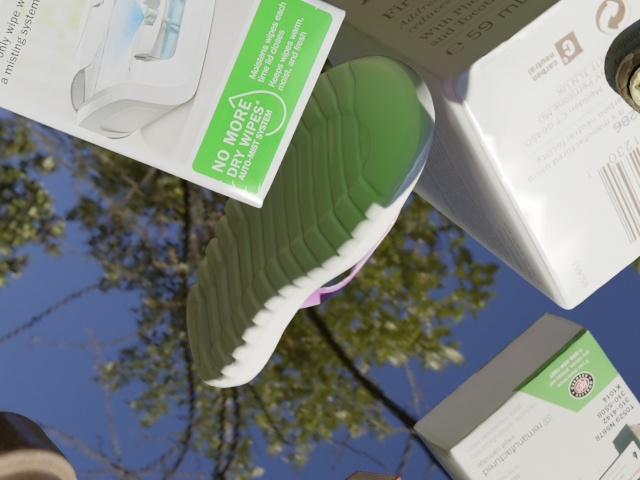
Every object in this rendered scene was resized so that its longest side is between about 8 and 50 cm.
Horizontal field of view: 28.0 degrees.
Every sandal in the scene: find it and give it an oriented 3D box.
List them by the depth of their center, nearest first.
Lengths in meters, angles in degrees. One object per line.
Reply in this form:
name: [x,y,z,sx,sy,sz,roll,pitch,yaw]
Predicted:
sandal: [-0.003,-0.014,1.127,0.416,0.102,0.169,-47,-131,46]

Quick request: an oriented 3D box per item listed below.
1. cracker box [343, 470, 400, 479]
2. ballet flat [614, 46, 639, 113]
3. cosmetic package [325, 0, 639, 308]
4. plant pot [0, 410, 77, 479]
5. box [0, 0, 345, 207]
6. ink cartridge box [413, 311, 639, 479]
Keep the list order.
cracker box: [0.019,0.378,1.465,0.067,0.232,0.156,1,-78,30]
ballet flat: [0.398,-0.123,1.204,0.058,0.249,0.084,-84,-167,-58]
cosmetic package: [0.231,-0.204,1.407,0.329,0.327,0.393,-38,-146,-5]
plant pot: [-0.256,0.304,1.021,0.229,0.263,0.263,37,-91,26]
box: [-0.145,-0.134,0.765,0.127,0.231,0.262,-66,-160,6]
ink cartridge box: [0.213,0.199,1.107,0.160,0.219,0.092,-40,-165,-9]
